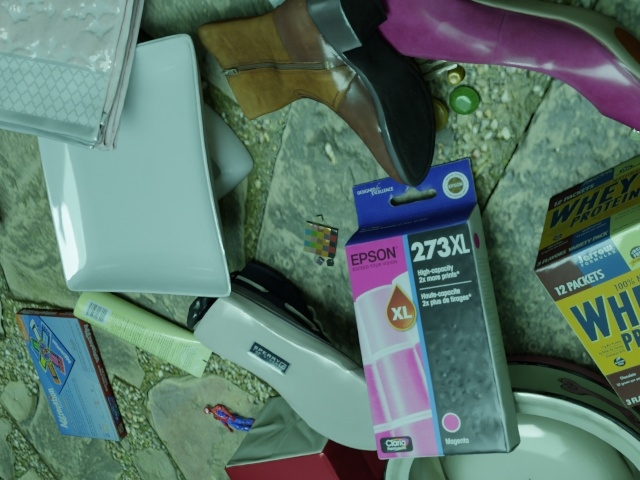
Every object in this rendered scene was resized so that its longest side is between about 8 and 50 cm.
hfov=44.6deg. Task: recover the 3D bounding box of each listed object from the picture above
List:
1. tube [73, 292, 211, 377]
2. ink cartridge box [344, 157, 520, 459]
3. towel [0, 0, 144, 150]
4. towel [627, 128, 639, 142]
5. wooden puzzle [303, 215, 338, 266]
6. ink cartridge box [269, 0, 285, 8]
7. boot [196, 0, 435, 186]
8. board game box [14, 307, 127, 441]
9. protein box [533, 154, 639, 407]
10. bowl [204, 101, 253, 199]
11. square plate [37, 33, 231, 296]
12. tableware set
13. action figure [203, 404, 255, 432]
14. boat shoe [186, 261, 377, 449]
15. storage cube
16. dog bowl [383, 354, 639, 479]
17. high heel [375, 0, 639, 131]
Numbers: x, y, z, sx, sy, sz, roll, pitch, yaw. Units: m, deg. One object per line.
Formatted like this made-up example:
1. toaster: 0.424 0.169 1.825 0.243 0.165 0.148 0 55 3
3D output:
1. tube: -0.298 0.154 1.327 0.240 0.062 0.070 26 168 1
2. ink cartridge box: 0.135 0.089 1.008 0.176 0.069 0.370 -12 81 28
3. towel: -0.398 -0.302 1.041 0.332 0.053 0.316 13 95 14
4. towel: 0.424 -0.158 0.873 0.110 0.027 0.148 26 124 8
5. wooden puzzle: 0.000 0.000 1.146 0.049 0.006 0.083 15 122 14
6. ink cartridge box: -0.037 -0.378 0.938 0.145 0.045 0.179 -32 92 33
7. boot: -0.015 -0.173 0.966 0.281 0.096 0.264 -3 130 48
8. board game box: -0.465 0.255 1.465 0.145 0.027 0.281 0 118 20
9. protein box: 0.367 0.040 0.901 0.136 0.200 0.201 -30 103 32
10. bowl: -0.185 -0.117 1.129 0.142 0.053 0.142 -36 99 33
11. square plate: -0.270 -0.094 1.113 0.344 0.049 0.347 -1 102 34
12. tableware set: 0.117 -0.181 0.990 0.154 0.024 0.104 -18 113 28
13. action figure: -0.154 0.318 1.374 0.115 0.030 0.038 21 128 12
14. boat shoe: -0.019 0.155 1.150 0.341 0.158 0.127 37 118 -1
15. storage cube: -0.005 0.365 1.244 0.215 0.183 0.193 -16 110 29
16. dog bowl: 0.306 0.342 1.122 0.408 0.150 0.407 9 118 18
17. high heel: 0.234 -0.192 0.879 0.377 0.127 0.181 43 125 8
